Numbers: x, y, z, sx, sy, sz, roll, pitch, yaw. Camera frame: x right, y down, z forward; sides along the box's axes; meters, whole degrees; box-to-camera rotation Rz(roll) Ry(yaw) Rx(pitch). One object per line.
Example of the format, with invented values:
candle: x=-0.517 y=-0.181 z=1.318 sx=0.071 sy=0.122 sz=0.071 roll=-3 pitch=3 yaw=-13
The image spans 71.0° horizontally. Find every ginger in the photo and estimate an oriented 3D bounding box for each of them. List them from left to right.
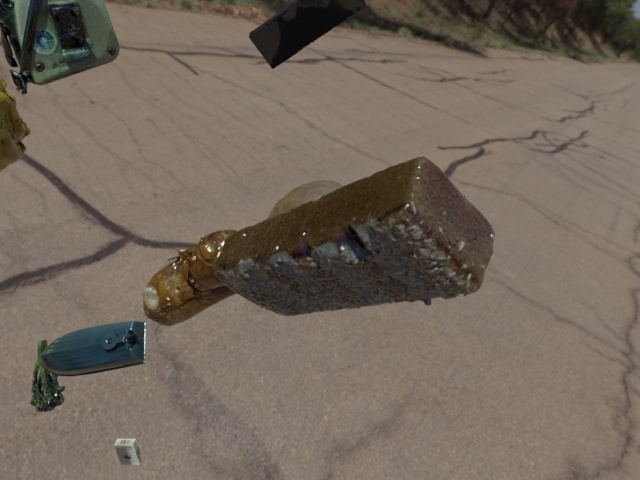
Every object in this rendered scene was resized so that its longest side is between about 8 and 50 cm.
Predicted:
ginger: x=-0.362 y=0.102 z=1.302 sx=0.176 sy=0.418 sz=0.254 roll=69 pitch=10 yaw=27

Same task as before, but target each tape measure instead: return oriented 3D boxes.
tape measure: x=-0.568 y=-0.450 z=0.947 sx=0.235 sy=0.207 sz=0.115 roll=-36 pitch=53 yaw=-29

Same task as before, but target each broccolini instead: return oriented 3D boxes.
broccolini: x=-0.787 y=0.388 z=1.275 sx=0.091 sy=0.202 sz=0.068 roll=-11 pitch=5 yaw=-19

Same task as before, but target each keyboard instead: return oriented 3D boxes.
keyboard: x=-0.024 y=-0.375 z=0.763 sx=0.074 sy=0.196 sz=0.015 roll=47 pitch=24 yaw=-38

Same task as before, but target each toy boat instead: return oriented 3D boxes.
toy boat: x=-0.471 y=0.229 z=0.933 sx=0.246 sy=0.103 sz=0.093 roll=-11 pitch=66 yaw=6

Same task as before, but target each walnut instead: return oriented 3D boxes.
walnut: x=-0.001 y=-0.001 z=0.958 sx=0.248 sy=0.248 sz=0.248 roll=14 pitch=33 yaw=-9

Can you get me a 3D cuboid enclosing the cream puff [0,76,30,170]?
cream puff: x=-0.946 y=-0.347 z=1.223 sx=0.324 sy=0.291 sz=0.257 roll=59 pitch=11 yaw=-16

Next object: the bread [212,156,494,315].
bread: x=0.015 y=0.024 z=0.631 sx=0.165 sy=0.416 sz=0.113 roll=38 pitch=56 yaw=-28

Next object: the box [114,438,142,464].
box: x=-0.525 y=0.578 z=1.228 sx=0.054 sy=0.083 sz=0.024 roll=-2 pitch=28 yaw=0
